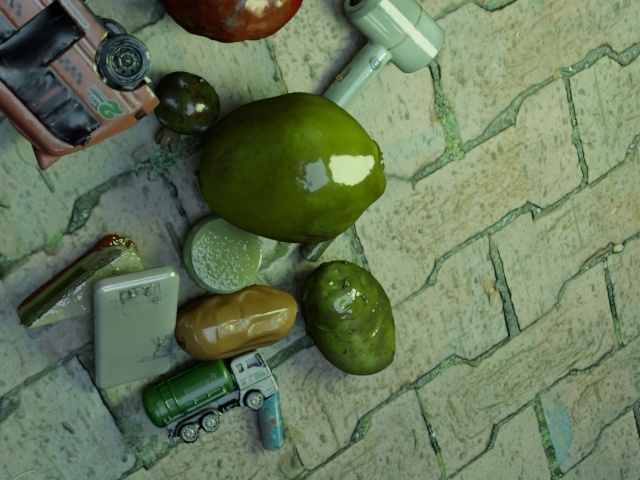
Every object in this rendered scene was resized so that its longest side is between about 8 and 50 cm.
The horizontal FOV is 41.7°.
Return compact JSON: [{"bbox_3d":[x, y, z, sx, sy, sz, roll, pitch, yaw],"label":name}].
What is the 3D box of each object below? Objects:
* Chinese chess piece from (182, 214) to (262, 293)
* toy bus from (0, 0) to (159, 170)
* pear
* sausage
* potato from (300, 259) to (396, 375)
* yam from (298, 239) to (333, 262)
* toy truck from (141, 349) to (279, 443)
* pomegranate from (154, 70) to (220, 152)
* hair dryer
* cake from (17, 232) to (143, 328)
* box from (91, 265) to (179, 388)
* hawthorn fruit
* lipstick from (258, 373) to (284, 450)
[{"bbox_3d":[-0.176,0.024,1.506,0.144,0.058,0.144,1,88,-23],"label":"Chinese chess piece"},{"bbox_3d":[-0.433,-0.315,1.184,0.233,0.203,0.427,-40,121,-4],"label":"toy bus"},{"bbox_3d":[-0.050,-0.116,1.415,0.321,0.269,0.269,-1,111,0],"label":"pear"},{"bbox_3d":[-0.152,0.148,1.547,0.241,0.136,0.120,-13,107,-28],"label":"sausage"},{"bbox_3d":[0.059,0.155,1.655,0.176,0.141,0.298,-39,134,-13],"label":"potato"},{"bbox_3d":[0.000,0.000,1.621,0.043,0.043,0.094,40,89,-33],"label":"yam"},{"bbox_3d":[-0.207,0.285,1.574,0.242,0.101,0.125,-24,95,-11],"label":"toy truck"},{"bbox_3d":[-0.230,-0.210,1.388,0.114,0.114,0.142,18,122,-32],"label":"pomegranate"},{"bbox_3d":[0.052,-0.294,1.516,0.173,0.107,0.357,36,96,-30],"label":"hair dryer"},{"bbox_3d":[-0.397,0.061,1.406,0.220,0.086,0.117,-11,114,-24],"label":"cake"},{"bbox_3d":[-0.319,0.154,1.444,0.142,0.044,0.285,-13,141,-25],"label":"box"},{"bbox_3d":[-0.119,-0.403,1.273,0.242,0.272,0.242,-17,124,-28],"label":"hawthorn fruit"},{"bbox_3d":[-0.102,0.346,1.692,0.048,0.048,0.158,-14,115,-23],"label":"lipstick"}]
